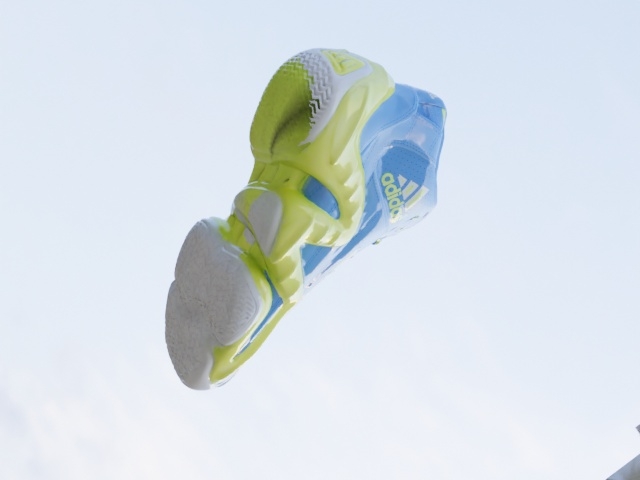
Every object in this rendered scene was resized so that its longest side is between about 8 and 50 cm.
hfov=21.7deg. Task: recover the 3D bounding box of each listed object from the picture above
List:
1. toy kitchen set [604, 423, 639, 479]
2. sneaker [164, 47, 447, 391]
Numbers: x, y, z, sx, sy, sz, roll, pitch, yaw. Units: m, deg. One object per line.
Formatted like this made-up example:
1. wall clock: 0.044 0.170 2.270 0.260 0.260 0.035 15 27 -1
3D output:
1. toy kitchen set: 0.202 0.142 0.893 0.075 0.068 0.083 59 -8 -28
2. sneaker: 0.000 0.000 0.974 0.240 0.126 0.091 -60 -141 34
